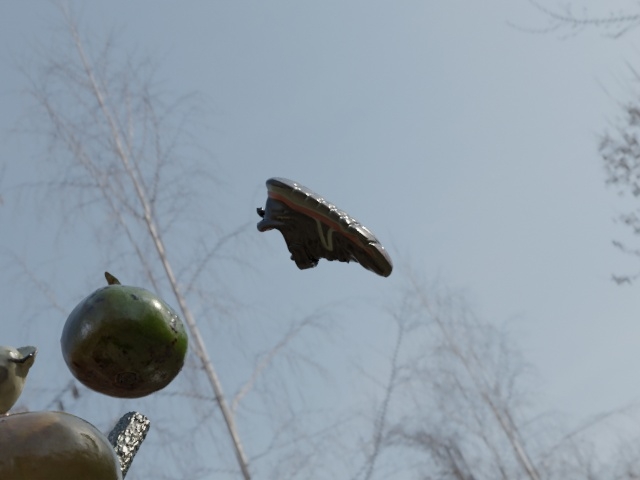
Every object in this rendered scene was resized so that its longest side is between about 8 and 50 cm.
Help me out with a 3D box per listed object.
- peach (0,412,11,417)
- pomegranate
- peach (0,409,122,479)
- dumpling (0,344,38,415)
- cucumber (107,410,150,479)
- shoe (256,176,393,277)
[{"bbox_3d":[-0.736,0.424,2.416,0.083,0.083,0.083,-19,-31,-12],"label":"peach"},{"bbox_3d":[-0.441,0.209,2.475,0.291,0.323,0.291,10,-43,10],"label":"pomegranate"},{"bbox_3d":[-0.464,0.388,1.667,0.292,0.247,0.292,10,-27,5],"label":"peach"},{"bbox_3d":[-0.608,0.269,2.005,0.092,0.176,0.150,24,-21,-15],"label":"dumpling"},{"bbox_3d":[-0.376,0.410,1.897,0.067,0.293,0.067,3,-65,7],"label":"cucumber"},{"bbox_3d":[0.000,0.000,1.980,0.137,0.291,0.114,-59,-4,10],"label":"shoe"}]
